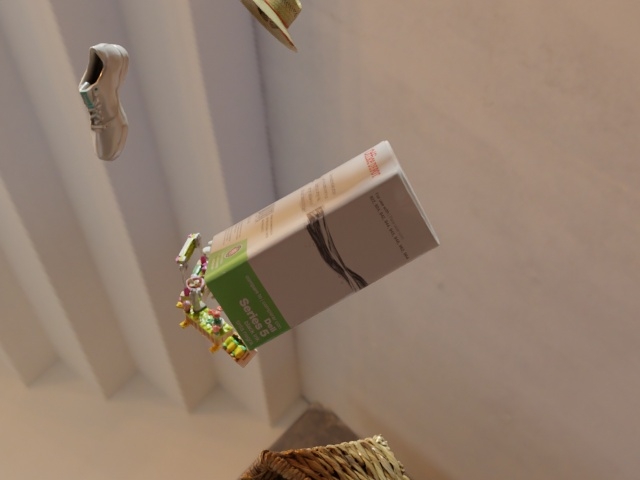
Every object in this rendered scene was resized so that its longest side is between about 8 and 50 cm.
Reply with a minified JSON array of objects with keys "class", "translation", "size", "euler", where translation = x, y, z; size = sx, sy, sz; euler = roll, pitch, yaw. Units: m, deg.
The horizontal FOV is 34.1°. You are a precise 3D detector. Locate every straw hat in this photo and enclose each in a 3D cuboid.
[{"class":"straw hat","translation":[-0.062,-0.348,1.550],"size":[0.144,0.061,0.144],"euler":[44,1,-1]}]

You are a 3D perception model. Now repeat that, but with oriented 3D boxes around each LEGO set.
[{"class":"LEGO set","translation":[-0.184,0.083,1.750],"size":[0.287,0.132,0.107],"euler":[-100,-176,-49]}]

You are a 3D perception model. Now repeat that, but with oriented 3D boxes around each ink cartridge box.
[{"class":"ink cartridge box","translation":[0.000,0.000,1.331],"size":[0.115,0.273,0.198],"euler":[59,7,-15]}]

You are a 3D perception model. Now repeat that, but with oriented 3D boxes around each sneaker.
[{"class":"sneaker","translation":[-0.401,-0.248,1.878],"size":[0.080,0.094,0.212],"euler":[6,-82,23]}]

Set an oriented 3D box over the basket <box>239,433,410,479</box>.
[{"class":"basket","translation":[-0.014,0.440,1.434],"size":[0.299,0.223,0.213],"euler":[-56,-130,33]}]
